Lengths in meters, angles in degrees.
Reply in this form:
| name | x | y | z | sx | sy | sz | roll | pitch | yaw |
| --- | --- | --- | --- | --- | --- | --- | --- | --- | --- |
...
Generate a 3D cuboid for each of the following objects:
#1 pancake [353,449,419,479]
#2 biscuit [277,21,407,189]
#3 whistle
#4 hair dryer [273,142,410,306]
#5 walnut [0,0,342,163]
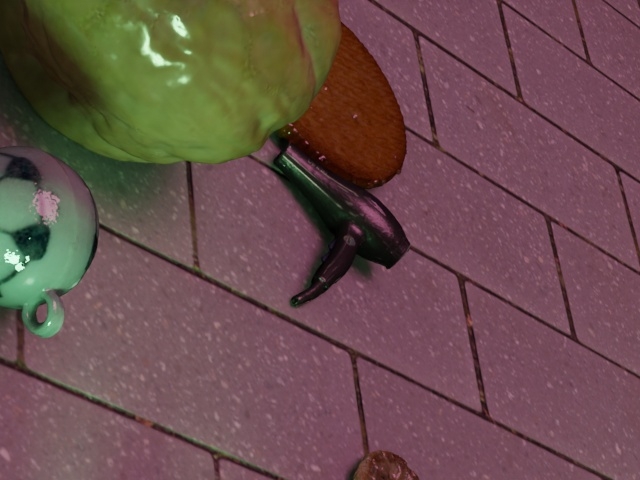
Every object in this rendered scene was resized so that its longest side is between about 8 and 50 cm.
| name | x | y | z | sx | sy | sz | roll | pitch | yaw |
| --- | --- | --- | --- | --- | --- | --- | --- | --- | --- |
| pancake | 0.086 | 0.298 | 2.092 | 0.151 | 0.025 | 0.151 | 44 | 27 | -30 |
| biscuit | -0.001 | -0.193 | 2.428 | 0.305 | 0.038 | 0.305 | 35 | 36 | -30 |
| whistle | -0.292 | -0.042 | 1.754 | 0.163 | 0.163 | 0.289 | 6 | 57 | -53 |
| hair dryer | 0.000 | 0.000 | 2.238 | 0.195 | 0.075 | 0.219 | 40 | 40 | -8 |
| walnut | -0.163 | -0.250 | 1.974 | 0.381 | 0.381 | 0.381 | 36 | 36 | -32 |
